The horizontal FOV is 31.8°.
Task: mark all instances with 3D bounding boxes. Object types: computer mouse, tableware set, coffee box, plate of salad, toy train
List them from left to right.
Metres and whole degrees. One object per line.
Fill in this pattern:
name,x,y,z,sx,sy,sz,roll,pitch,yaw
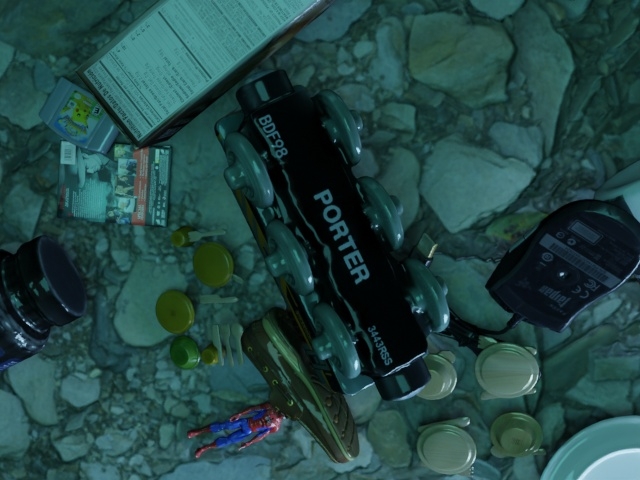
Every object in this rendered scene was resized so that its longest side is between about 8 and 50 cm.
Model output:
tableware set,-0.128,0.061,1.185,0.104,0.024,0.154,-5,98,24
coffee box,-0.100,-0.205,1.091,0.246,0.141,0.098,-38,94,10
toy train,0.000,0.000,1.085,0.142,0.190,0.334,-28,93,-16
tableware set,0.160,0.173,1.164,0.141,0.020,0.168,-6,113,15
computer mouse,0.189,0.021,1.101,0.184,0.060,0.262,28,134,-1
plate of salad,0.316,0.277,1.171,0.200,0.048,0.200,-1,97,-6

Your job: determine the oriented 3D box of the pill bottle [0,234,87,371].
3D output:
pill bottle,-0.359,0.083,1.161,0.219,0.123,0.123,-26,95,7

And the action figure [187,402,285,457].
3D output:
action figure,-0.084,0.201,1.204,0.115,0.030,0.038,-20,91,5

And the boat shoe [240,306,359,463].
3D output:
boat shoe,-0.022,0.158,1.177,0.060,0.064,0.178,-33,86,18

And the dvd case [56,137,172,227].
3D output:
dvd case,-0.217,-0.061,1.184,0.119,0.013,0.087,4,98,3

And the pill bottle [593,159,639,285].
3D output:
pill bottle,0.378,0.032,1.089,0.130,0.130,0.245,-30,94,8

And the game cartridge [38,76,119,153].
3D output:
game cartridge,-0.249,-0.127,1.169,0.083,0.017,0.056,30,92,6
